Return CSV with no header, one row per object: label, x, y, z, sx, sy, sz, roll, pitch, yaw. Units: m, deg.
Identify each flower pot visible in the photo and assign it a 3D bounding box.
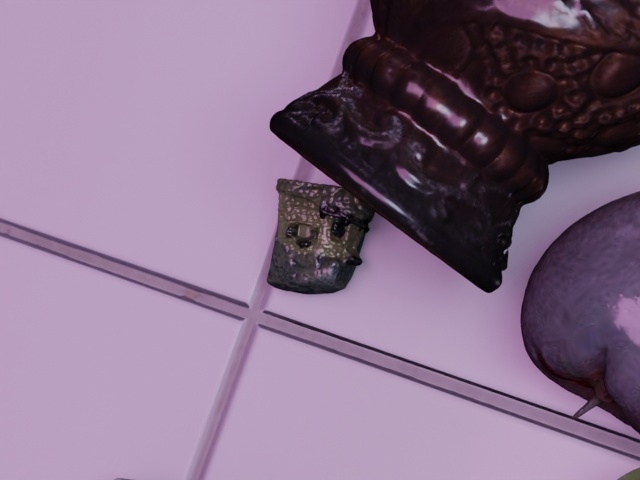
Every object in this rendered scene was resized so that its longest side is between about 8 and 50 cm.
flower pot,0.117,-0.124,1.025,0.266,0.266,0.267,36,91,24

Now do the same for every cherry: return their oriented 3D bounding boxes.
cherry,0.222,0.047,1.021,0.176,0.140,0.176,-8,68,19

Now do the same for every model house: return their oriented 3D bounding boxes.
model house,0.000,0.000,1.157,0.079,0.066,0.083,10,84,19

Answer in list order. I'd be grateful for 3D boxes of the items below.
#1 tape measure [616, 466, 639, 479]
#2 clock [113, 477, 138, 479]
tape measure,0.288,0.202,0.956,0.175,0.106,0.200,-43,97,10
clock,-0.115,0.313,1.067,0.262,0.116,0.231,22,86,42
